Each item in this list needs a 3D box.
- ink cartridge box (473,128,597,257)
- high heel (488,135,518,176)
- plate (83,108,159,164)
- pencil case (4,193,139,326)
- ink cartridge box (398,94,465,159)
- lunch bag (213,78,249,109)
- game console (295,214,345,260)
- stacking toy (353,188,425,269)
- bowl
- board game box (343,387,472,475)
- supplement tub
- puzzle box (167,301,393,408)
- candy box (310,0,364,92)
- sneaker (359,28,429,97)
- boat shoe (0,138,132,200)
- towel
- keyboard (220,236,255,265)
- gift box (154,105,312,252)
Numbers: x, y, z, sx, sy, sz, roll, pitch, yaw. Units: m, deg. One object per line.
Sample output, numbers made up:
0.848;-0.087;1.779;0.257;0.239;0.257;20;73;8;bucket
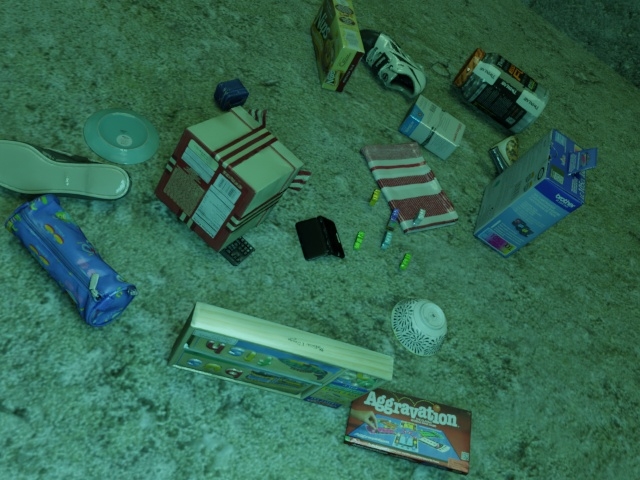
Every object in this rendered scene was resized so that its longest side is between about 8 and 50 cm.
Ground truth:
0.683;-0.163;1.698;0.151;0.395;0.270;32;50;-5;ink cartridge box
0.719;-0.289;2.026;0.261;0.093;0.186;-35;98;-48;high heel
-0.514;-0.279;1.400;0.188;0.024;0.188;14;53;-20;plate
-0.517;0.040;1.118;0.119;0.133;0.306;-42;82;-15;pencil case
0.399;-0.402;1.913;0.203;0.086;0.148;34;49;-4;ink cartridge box
-0.266;-0.431;1.600;0.098;0.067;0.065;-29;75;-37;lunch bag
0.000;0.000;1.488;0.107;0.071;0.122;21;45;-53;game console
0.202;-0.033;1.582;0.166;0.052;0.221;23;62;-2;stacking toy
0.282;0.216;1.445;0.170;0.080;0.170;14;53;-19;bowl
0.204;0.430;1.239;0.280;0.027;0.145;13;50;5;board game box
0.708;-0.595;2.123;0.337;0.207;0.207;34;50;-4;supplement tub
-0.093;0.250;1.106;0.408;0.272;0.052;18;57;-15;puzzle box
0.053;-0.698;1.868;0.087;0.183;0.317;7;56;-24;candy box
0.248;-0.648;1.975;0.330;0.122;0.146;33;48;-3;sneaker
-0.609;-0.153;1.237;0.334;0.095;0.112;10;91;-17;boat shoe
0.291;-0.182;1.744;0.236;0.037;0.329;-11;65;-32;towel
-0.244;-0.025;1.371;0.180;0.023;0.108;43;50;4;keyboard
-0.197;-0.163;1.309;0.255;0.276;0.258;46;35;0;gift box
